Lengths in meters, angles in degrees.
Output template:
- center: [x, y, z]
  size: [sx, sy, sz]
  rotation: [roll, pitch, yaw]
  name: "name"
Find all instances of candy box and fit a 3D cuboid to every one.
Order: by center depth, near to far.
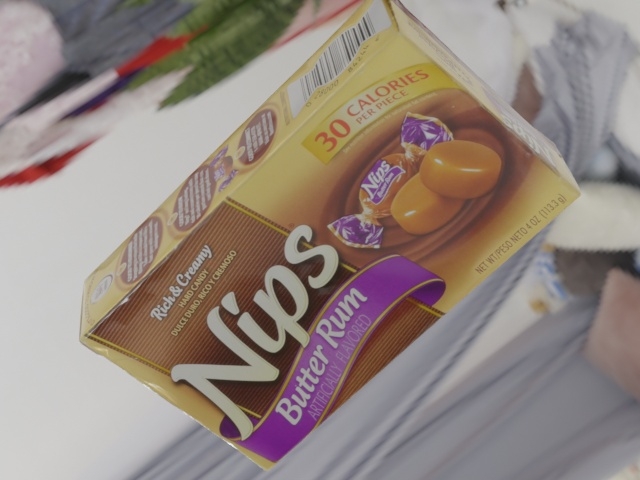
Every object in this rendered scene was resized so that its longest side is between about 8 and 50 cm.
- center: [0.000, 0.000, 0.594]
  size: [0.109, 0.187, 0.053]
  rotation: [39, -162, -25]
  name: "candy box"
